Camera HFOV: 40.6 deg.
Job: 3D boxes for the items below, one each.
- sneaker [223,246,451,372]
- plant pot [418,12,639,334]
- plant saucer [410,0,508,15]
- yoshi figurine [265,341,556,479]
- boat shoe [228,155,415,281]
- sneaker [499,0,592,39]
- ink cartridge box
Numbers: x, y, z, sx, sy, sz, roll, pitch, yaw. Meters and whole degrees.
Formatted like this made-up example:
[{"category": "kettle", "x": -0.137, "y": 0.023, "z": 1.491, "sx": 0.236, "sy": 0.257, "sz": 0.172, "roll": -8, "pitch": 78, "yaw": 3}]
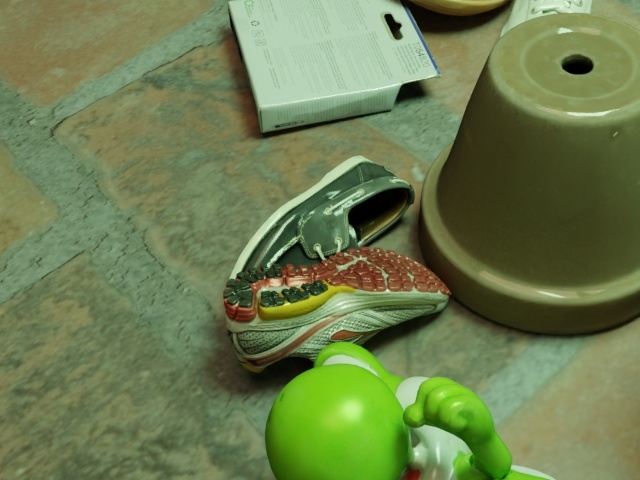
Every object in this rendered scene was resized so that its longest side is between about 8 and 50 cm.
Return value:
[{"category": "sneaker", "x": 0.017, "y": 0.066, "z": 0.818, "sx": 0.225, "sy": 0.093, "sz": 0.088, "roll": -7, "pitch": 29, "yaw": -19}, {"category": "plant pot", "x": 0.223, "y": -0.080, "z": 0.815, "sx": 0.263, "sy": 0.229, "sz": 0.263, "roll": -4, "pitch": 49, "yaw": 4}, {"category": "plant saucer", "x": 0.161, "y": -0.357, "z": 1.144, "sx": 0.199, "sy": 0.037, "sz": 0.200, "roll": 8, "pitch": 47, "yaw": -9}, {"category": "yoshi figurine", "x": 0.092, "y": 0.201, "z": 0.623, "sx": 0.362, "sy": 0.203, "sz": 0.203, "roll": 34, "pitch": 68, "yaw": 32}, {"category": "boat shoe", "x": 0.000, "y": 0.000, "z": 0.865, "sx": 0.079, "sy": 0.084, "sz": 0.233, "roll": 33, "pitch": 58, "yaw": 29}, {"category": "sneaker", "x": 0.280, "y": -0.297, "z": 1.057, "sx": 0.105, "sy": 0.123, "sz": 0.290, "roll": 9, "pitch": 53, "yaw": 10}, {"category": "ink cartridge box", "x": 0.012, "y": -0.239, "z": 1.084, "sx": 0.223, "sy": 0.045, "sz": 0.223, "roll": -11, "pitch": 51, "yaw": -7}]
